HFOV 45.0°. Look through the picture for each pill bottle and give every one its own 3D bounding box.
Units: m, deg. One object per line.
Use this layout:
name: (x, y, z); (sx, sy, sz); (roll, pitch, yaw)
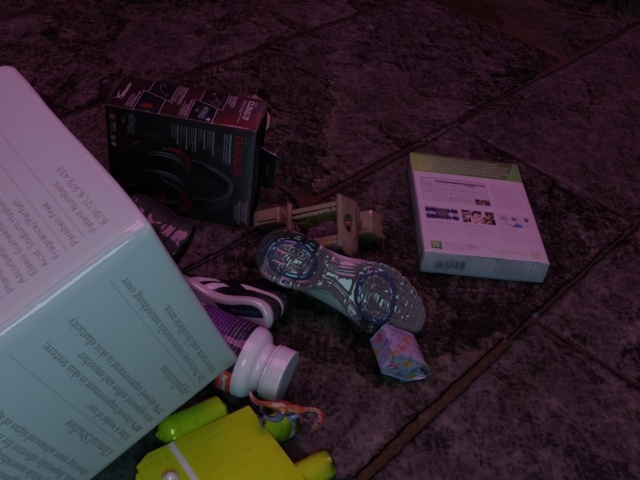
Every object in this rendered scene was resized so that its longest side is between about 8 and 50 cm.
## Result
pill bottle: (-0.134, 0.161, 1.117); (0.194, 0.108, 0.108); (20, 41, 13)

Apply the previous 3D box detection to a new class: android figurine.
android figurine: (-0.121, 0.310, 0.985); (0.273, 0.056, 0.248); (-17, 47, -32)

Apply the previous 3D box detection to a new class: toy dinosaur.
toy dinosaur: (-0.040, 0.229, 1.018); (0.082, 0.090, 0.047); (-13, 49, 16)

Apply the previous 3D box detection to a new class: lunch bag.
lunch bag: (0.125, 0.178, 1.193); (0.083, 0.053, 0.071); (19, 32, -30)

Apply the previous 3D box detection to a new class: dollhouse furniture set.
dollhouse furniture set: (0.000, 0.000, 1.393); (0.182, 0.161, 0.101); (-10, 72, 31)

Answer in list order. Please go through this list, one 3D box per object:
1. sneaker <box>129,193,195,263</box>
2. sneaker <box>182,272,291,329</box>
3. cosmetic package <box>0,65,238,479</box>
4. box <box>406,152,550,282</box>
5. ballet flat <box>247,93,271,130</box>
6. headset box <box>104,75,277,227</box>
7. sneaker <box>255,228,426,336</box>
sneaker: (-0.315, 0.053, 1.148); (0.130, 0.109, 0.286); (38, 67, -1)
sneaker: (-0.150, 0.093, 1.236); (0.217, 0.079, 0.121); (14, 18, 22)
cosmetic package: (-0.373, 0.090, 0.875); (0.394, 0.329, 0.327); (-38, 59, -14)
box: (0.294, -0.052, 1.504); (0.233, 0.058, 0.322); (6, 41, -4)
ballet flat: (-0.145, -0.243, 1.636); (0.067, 0.073, 0.206); (23, 43, -7)
headset box: (-0.224, -0.155, 1.393); (0.294, 0.218, 0.110); (11, 41, 1)
sneaker: (0.037, 0.066, 1.262); (0.297, 0.111, 0.129); (29, -3, -3)
